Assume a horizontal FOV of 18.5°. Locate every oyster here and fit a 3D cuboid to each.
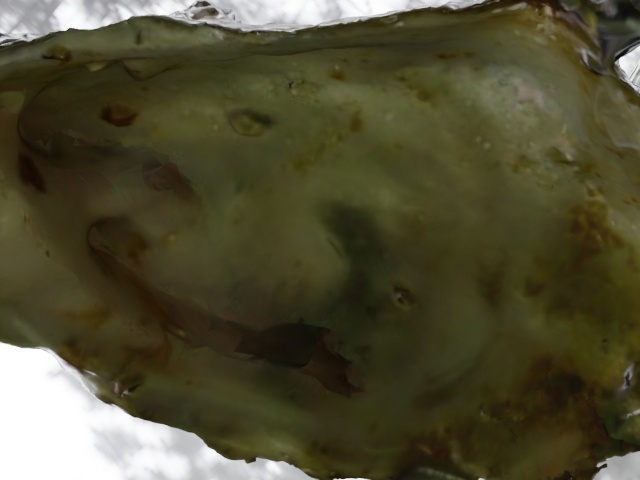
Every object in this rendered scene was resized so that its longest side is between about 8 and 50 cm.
[{"bbox_3d":[-0.011,0.003,0.753,0.361,0.096,0.221,-3,-66,12],"label":"oyster"}]

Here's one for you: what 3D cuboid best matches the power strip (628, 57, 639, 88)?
[{"bbox_3d":[0.178,-0.057,0.963,0.034,0.092,0.268,10,-53,-26],"label":"power strip"}]
